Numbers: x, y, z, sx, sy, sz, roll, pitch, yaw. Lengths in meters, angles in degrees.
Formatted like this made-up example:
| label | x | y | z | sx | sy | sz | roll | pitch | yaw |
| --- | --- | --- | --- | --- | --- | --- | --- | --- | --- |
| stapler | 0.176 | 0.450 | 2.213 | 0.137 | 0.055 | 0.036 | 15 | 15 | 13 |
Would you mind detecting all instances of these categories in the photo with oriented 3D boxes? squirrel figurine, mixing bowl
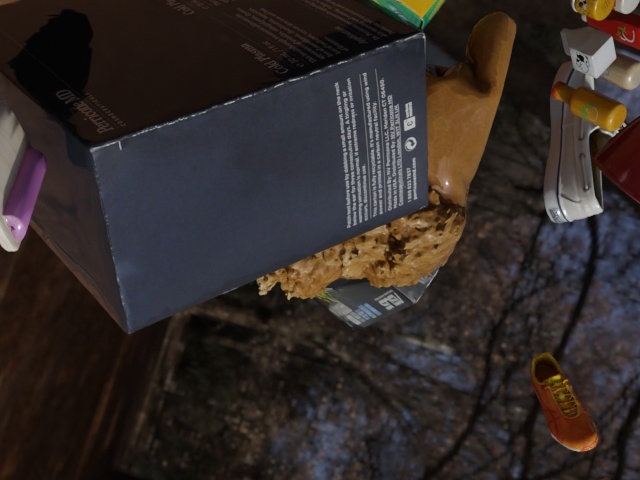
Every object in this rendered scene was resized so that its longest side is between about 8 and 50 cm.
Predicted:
| label | x | y | z | sx | sy | sz | roll | pitch | yaw |
| --- | --- | --- | --- | --- | --- | --- | --- | --- | --- |
| squirrel figurine | 0.014 | -0.125 | 1.471 | 0.281 | 0.370 | 0.397 | 108 | -3 | -65 |
| mixing bowl | 0.345 | -0.068 | 1.007 | 0.098 | 0.181 | 0.181 | -61 | -168 | 19 |

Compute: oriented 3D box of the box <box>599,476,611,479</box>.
| label | x | y | z | sx | sy | sz | roll | pitch | yaw |
| --- | --- | --- | --- | --- | --- | --- | --- | --- | --- |
| box | 0.377 | 0.488 | 1.724 | 0.257 | 0.122 | 0.128 | -36 | -141 | 22 |

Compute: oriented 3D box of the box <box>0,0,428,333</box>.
| label | x | y | z | sx | sy | sz | roll | pitch | yaw |
| --- | --- | --- | --- | --- | --- | --- | --- | --- | --- |
| box | -0.126 | -0.118 | 1.046 | 0.343 | 0.312 | 0.179 | 38 | -39 | 47 |

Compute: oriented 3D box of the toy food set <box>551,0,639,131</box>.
| label | x | y | z | sx | sy | sz | roll | pitch | yaw |
| --- | --- | --- | --- | --- | --- | --- | --- | --- | --- |
| toy food set | 0.340 | -0.255 | 1.424 | 0.111 | 0.104 | 0.232 | -46 | 141 | -13 |

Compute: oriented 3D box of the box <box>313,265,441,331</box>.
| label | x | y | z | sx | sy | sz | roll | pitch | yaw |
| --- | --- | --- | --- | --- | --- | --- | --- | --- | --- |
| box | 0.000 | 0.000 | 1.834 | 0.097 | 0.318 | 0.395 | -55 | -176 | -15 |

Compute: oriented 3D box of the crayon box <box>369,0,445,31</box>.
| label | x | y | z | sx | sy | sz | roll | pitch | yaw |
| --- | --- | --- | --- | --- | --- | --- | --- | --- | --- |
| crayon box | 0.067 | -0.413 | 1.442 | 0.165 | 0.278 | 0.081 | -52 | 178 | -4 |

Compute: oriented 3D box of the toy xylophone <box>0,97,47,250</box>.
| label | x | y | z | sx | sy | sz | roll | pitch | yaw |
| --- | --- | --- | --- | --- | --- | --- | --- | --- | --- |
| toy xylophone | -0.364 | -0.066 | 0.845 | 0.236 | 0.323 | 0.081 | -80 | 170 | -53 |

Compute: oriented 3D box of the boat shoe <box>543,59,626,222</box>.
| label | x | y | z | sx | sy | sz | roll | pitch | yaw |
| --- | --- | --- | --- | --- | --- | --- | --- | --- | --- |
| boat shoe | 0.543 | -0.210 | 2.253 | 0.156 | 0.136 | 0.367 | -7 | -124 | 33 |

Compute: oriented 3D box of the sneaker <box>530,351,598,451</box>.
| label | x | y | z | sx | sy | sz | roll | pitch | yaw |
| --- | --- | --- | --- | --- | --- | --- | --- | --- | --- |
| sneaker | 0.350 | 0.237 | 1.661 | 0.175 | 0.064 | 0.067 | -118 | -174 | -48 |
